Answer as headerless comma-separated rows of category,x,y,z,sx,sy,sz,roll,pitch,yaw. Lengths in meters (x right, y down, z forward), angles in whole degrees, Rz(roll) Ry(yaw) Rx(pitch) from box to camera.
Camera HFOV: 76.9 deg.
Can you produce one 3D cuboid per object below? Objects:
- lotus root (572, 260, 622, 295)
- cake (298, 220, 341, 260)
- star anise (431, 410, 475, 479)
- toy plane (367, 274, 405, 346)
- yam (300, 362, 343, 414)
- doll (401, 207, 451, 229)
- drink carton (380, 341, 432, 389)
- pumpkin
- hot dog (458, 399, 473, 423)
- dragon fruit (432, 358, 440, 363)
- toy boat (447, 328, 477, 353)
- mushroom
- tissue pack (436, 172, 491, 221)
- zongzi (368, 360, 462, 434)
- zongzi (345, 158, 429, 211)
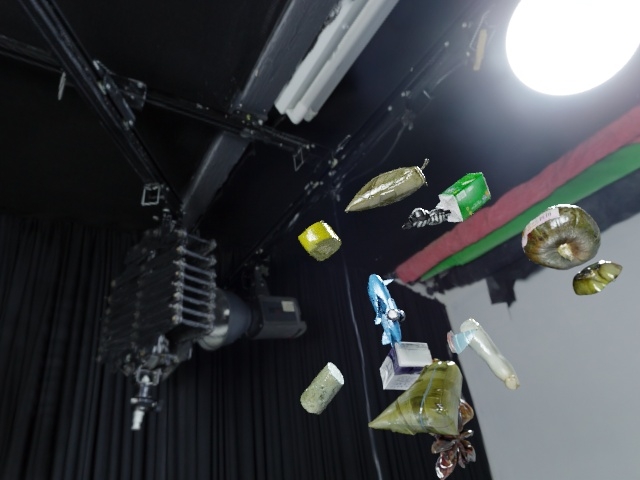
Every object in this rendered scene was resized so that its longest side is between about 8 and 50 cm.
lotus root,1.144,0.146,1.694,0.183,0.078,0.203,-42,-5,-18
cake,0.000,0.000,2.257,0.179,0.156,0.260,-40,-23,4
star anise,0.469,0.720,1.461,0.282,0.212,0.129,-2,-29,-40
toy plane,0.236,0.247,1.450,0.105,0.271,0.254,-18,-20,22
yam,0.013,0.582,1.590,0.107,0.107,0.194,22,-71,-42
doll,0.429,-0.093,1.635,0.219,0.067,0.091,-10,-29,-21
drink carton,0.338,0.508,1.612,0.134,0.102,0.222,4,-47,-12
pumpkin,0.888,0.004,1.479,0.260,0.189,0.260,10,-43,9
hot dog,0.533,0.689,1.589,0.147,0.099,0.065,-54,-17,20
dragon fruit,0.498,0.652,1.930,0.235,0.135,0.137,-15,-21,-32
toy boat,0.559,0.386,1.576,0.034,0.096,0.122,20,-40,-37
mushroom,0.719,0.477,1.725,0.097,0.351,0.109,-41,-44,9
tissue pack,0.663,-0.203,1.905,0.209,0.148,0.156,-36,19,-20
zongzi,0.302,0.490,1.270,0.274,0.251,0.125,-20,-75,33
zongzi,0.174,-0.127,1.031,0.178,0.081,0.189,-34,13,-35
